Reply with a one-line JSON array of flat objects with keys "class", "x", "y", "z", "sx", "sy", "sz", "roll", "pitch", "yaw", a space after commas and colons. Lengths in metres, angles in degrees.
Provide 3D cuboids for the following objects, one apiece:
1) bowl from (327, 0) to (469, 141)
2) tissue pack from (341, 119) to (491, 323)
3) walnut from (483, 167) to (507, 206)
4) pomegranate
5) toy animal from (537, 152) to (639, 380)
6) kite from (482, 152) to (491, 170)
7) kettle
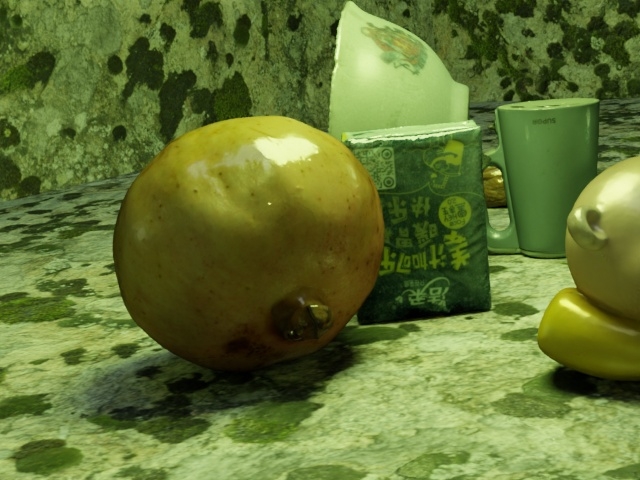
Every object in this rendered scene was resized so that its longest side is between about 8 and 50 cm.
[{"class": "bowl", "x": 0.132, "y": -0.153, "z": 1.842, "sx": 0.196, "sy": 0.435, "sz": 0.435, "roll": 2, "pitch": 13, "yaw": 9}, {"class": "tissue pack", "x": 0.130, "y": -0.025, "z": 1.599, "sx": 0.185, "sy": 0.257, "sz": 0.081, "roll": -5, "pitch": 15, "yaw": 0}, {"class": "walnut", "x": 0.347, "y": -0.114, "z": 2.327, "sx": 0.124, "sy": 0.105, "sz": 0.105, "roll": -4, "pitch": 11, "yaw": 31}, {"class": "pomegranate", "x": -0.077, "y": 0.018, "z": 1.444, "sx": 0.338, "sy": 0.338, "sz": 0.338, "roll": -6, "pitch": 11, "yaw": 1}, {"class": "toy animal", "x": 0.409, "y": 0.009, "z": 1.309, "sx": 0.277, "sy": 0.247, "sz": 0.345, "roll": 5, "pitch": 16, "yaw": 38}, {"class": "kite", "x": 0.132, "y": -0.020, "z": 1.734, "sx": 0.314, "sy": 0.335, "sz": 0.011, "roll": -40, "pitch": 45, "yaw": 19}, {"class": "kettle", "x": 0.340, "y": -0.098, "z": 1.886, "sx": 0.210, "sy": 0.243, "sz": 0.160, "roll": -2, "pitch": 11, "yaw": 12}]
